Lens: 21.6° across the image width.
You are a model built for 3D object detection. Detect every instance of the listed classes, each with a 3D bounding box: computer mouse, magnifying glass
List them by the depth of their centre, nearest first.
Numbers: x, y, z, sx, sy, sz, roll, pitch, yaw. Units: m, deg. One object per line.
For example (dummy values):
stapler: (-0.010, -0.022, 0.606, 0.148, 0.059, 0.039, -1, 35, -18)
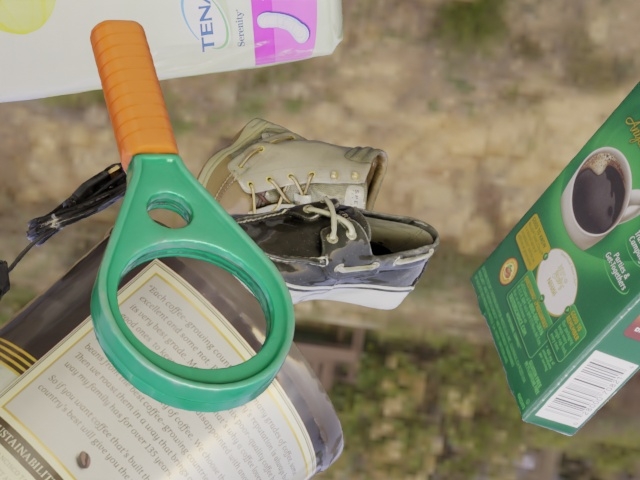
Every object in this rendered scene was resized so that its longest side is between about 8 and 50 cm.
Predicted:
magnifying glass: (-0.075, -0.019, 0.802, 0.092, 0.026, 0.231, -1, -130, -23)
computer mouse: (-0.195, 0.006, 1.012, 0.071, 0.041, 0.242, -18, -163, 41)

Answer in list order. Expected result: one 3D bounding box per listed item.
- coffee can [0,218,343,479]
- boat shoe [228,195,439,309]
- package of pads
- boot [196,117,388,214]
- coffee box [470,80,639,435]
coffee can: (-0.152, 0.147, 0.999, 0.275, 0.201, 0.201, -42, -153, -22)
boat shoe: (0.000, 0.000, 1.208, 0.219, 0.070, 0.078, 5, -138, -49)
package of pads: (-0.134, -0.228, 1.224, 0.296, 0.229, 0.101, -8, -149, -10)
boot: (-0.032, -0.049, 1.748, 0.165, 0.077, 0.213, 14, -143, 17)
coffee box: (0.155, 0.000, 0.850, 0.040, 0.184, 0.113, 21, -148, -28)
